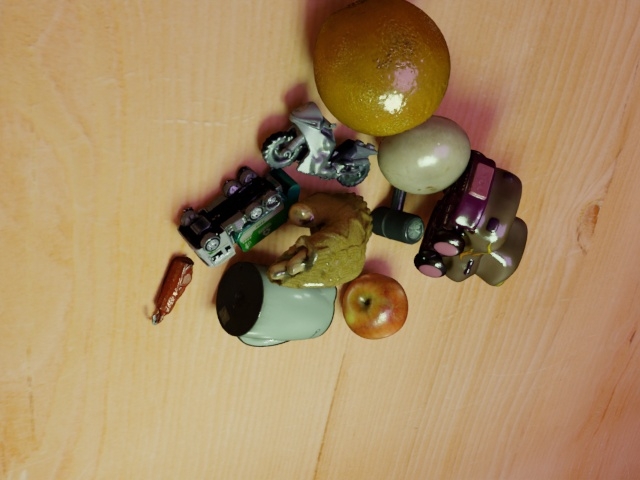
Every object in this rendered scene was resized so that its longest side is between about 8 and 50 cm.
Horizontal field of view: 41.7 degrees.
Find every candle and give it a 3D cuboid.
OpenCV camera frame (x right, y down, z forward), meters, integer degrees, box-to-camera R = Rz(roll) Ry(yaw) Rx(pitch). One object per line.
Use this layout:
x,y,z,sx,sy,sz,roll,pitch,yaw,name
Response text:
-0.309,0.110,1.740,0.053,0.048,0.162,23,104,-13,candle

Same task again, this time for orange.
0.118,-0.340,1.638,0.274,0.274,0.274,-18,126,-27,orange

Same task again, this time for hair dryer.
0.193,-0.106,1.951,0.072,0.124,0.219,7,95,-42,hair dryer

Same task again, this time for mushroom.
0.223,-0.209,1.846,0.204,0.204,0.204,-18,126,-27,mushroom

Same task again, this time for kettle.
-0.105,0.159,1.860,0.236,0.161,0.221,11,129,-43,kettle

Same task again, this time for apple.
0.134,0.161,2.029,0.163,0.163,0.139,-56,147,5,apple

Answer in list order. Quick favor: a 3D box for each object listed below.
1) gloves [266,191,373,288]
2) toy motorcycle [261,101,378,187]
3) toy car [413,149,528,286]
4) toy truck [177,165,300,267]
0.017,-0.001,1.765,0.356,0.155,0.203,-34,126,-55,gloves
0.009,-0.200,1.753,0.271,0.106,0.159,10,116,-36,toy motorcycle
0.375,-0.031,1.952,0.340,0.240,0.271,114,-3,-63,toy car
-0.159,-0.053,1.714,0.253,0.114,0.124,-38,143,-12,toy truck
